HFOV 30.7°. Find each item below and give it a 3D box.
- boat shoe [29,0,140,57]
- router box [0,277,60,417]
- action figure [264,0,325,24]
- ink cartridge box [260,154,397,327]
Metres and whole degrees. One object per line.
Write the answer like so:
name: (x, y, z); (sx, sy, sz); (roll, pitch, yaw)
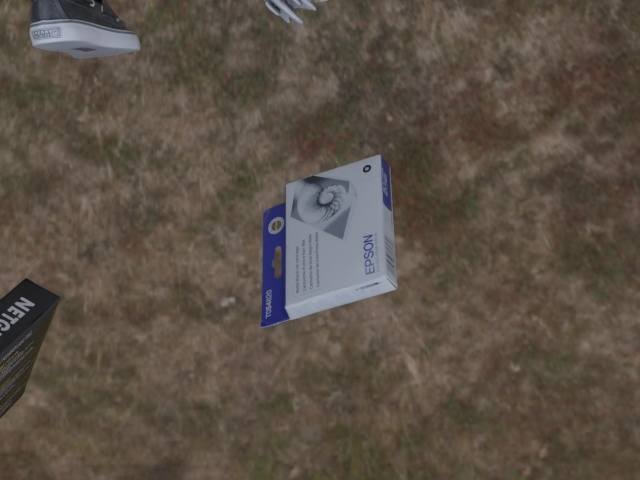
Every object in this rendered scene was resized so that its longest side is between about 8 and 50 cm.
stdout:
boat shoe: (-0.267, -0.250, 1.314); (0.080, 0.228, 0.076); (-5, 94, 15)
router box: (-0.318, 0.130, 1.089); (0.046, 0.179, 0.133); (28, 116, 2)
action figure: (-0.041, -0.331, 1.133); (0.099, 0.285, 0.185); (-13, 131, 21)
ink cartridge box: (0.000, 0.000, 1.698); (0.224, 0.223, 0.045); (-19, 141, 22)
